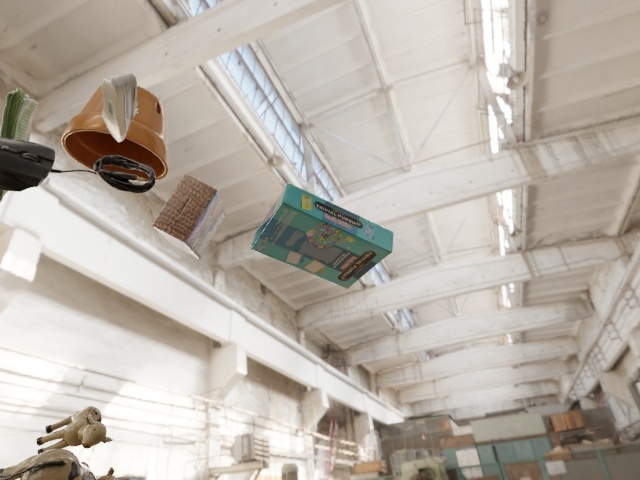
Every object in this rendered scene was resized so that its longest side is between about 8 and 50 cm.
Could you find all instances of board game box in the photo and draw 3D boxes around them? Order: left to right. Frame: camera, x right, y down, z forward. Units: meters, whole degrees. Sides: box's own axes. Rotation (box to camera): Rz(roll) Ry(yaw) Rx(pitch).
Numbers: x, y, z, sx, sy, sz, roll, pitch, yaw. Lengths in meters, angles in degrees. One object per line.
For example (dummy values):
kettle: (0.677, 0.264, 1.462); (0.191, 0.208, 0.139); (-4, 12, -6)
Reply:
board game box: (-0.503, -0.085, 1.711); (0.141, 0.232, 0.291); (27, -15, 2)
board game box: (0.000, 0.000, 1.260); (0.335, 0.079, 0.254); (24, -39, -16)

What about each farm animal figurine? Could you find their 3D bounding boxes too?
farm animal figurine: (-0.483, 0.475, 0.861); (0.172, 0.330, 0.327); (-19, -28, -11)

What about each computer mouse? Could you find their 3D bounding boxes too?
computer mouse: (-0.342, -0.099, 0.570); (0.241, 0.071, 0.041); (3, -34, -9)

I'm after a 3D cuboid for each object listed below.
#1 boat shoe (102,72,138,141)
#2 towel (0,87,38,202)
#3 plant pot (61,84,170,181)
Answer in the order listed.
boat shoe: (-0.405, -0.272, 0.890); (0.063, 0.066, 0.184); (-37, -10, -33)
towel: (-0.710, -0.224, 1.013); (0.038, 0.248, 0.324); (12, 8, -32)
plant pot: (-0.587, -0.332, 1.303); (0.290, 0.204, 0.291); (5, -19, 2)
